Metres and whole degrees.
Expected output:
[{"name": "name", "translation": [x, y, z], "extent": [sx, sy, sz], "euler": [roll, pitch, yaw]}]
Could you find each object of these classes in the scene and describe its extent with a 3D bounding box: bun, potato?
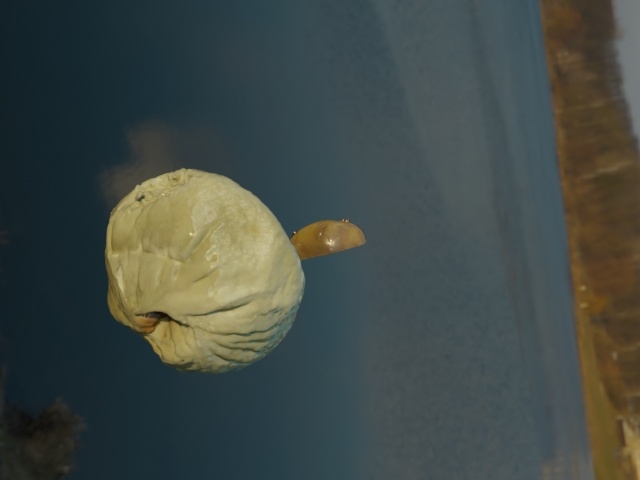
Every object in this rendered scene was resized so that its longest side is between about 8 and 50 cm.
[{"name": "bun", "translation": [-0.132, 0.044, 1.070], "extent": [0.134, 0.220, 0.220], "euler": [-48, 131, -50]}, {"name": "potato", "translation": [0.000, -0.001, 1.201], "extent": [0.036, 0.093, 0.037], "euler": [-45, 121, -72]}]
